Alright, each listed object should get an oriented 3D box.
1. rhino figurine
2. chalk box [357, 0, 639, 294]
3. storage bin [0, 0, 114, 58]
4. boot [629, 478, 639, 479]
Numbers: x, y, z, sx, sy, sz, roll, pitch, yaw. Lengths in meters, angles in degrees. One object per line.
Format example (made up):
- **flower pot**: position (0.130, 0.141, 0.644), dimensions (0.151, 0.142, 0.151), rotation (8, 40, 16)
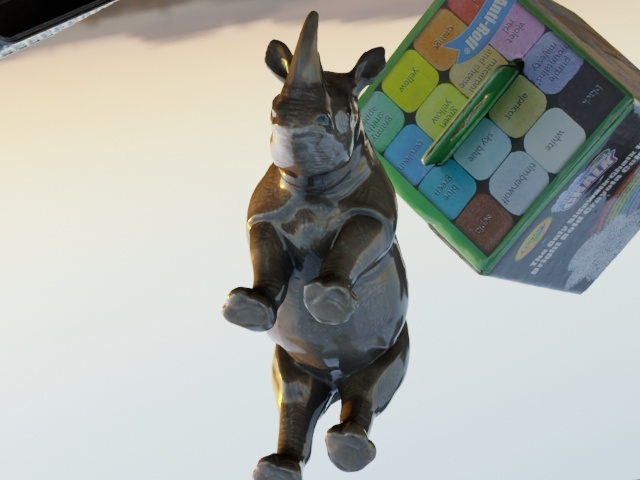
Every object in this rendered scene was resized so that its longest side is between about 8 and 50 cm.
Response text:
- **rhino figurine**: position (0.000, 0.000, 0.885), dimensions (0.073, 0.243, 0.106), rotation (7, -140, 14)
- **chalk box**: position (0.149, -0.087, 1.521), dimensions (0.180, 0.179, 0.289), rotation (-50, 155, 13)
- **storage bin**: position (-0.221, -0.191, 1.332), dimensions (0.084, 0.122, 0.180), rotation (-22, -172, 33)
- **boot**: position (0.234, 0.225, 1.321), dimensions (0.258, 0.095, 0.123), rotation (-26, -156, 25)
